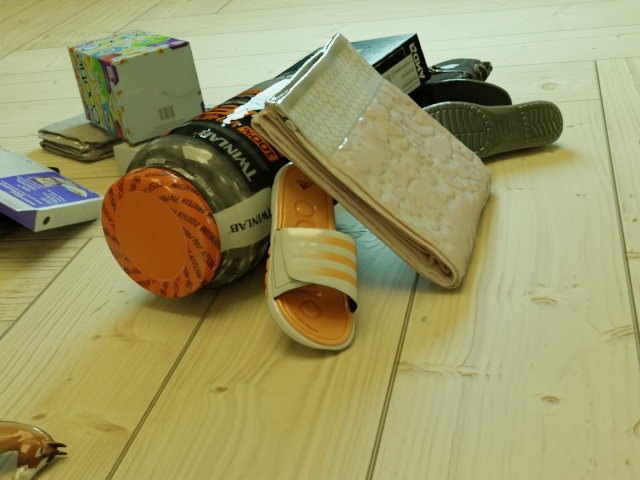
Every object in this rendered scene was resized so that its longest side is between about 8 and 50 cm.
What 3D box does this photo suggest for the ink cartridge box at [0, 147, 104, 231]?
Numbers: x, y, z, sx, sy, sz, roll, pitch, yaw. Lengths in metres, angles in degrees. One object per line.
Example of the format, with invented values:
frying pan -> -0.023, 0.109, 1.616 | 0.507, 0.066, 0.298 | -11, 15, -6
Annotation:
ink cartridge box -> -0.462, -0.078, 1.536 | 0.206, 0.045, 0.208 | 27, 16, 19

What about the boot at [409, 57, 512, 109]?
boot -> 0.249, -0.275, 1.838 | 0.263, 0.091, 0.229 | 6, 28, 33

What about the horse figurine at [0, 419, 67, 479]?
horse figurine -> -0.404, 0.206, 1.016 | 0.263, 0.066, 0.174 | 11, 36, 31

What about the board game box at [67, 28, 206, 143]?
board game box -> -0.327, -0.278, 1.824 | 0.144, 0.142, 0.275 | -21, 23, -23

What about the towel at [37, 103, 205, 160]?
towel -> -0.379, -0.223, 1.973 | 0.187, 0.049, 0.282 | 17, 34, 42

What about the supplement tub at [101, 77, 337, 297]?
supplement tub -> -0.114, -0.071, 1.361 | 0.207, 0.207, 0.338 | 7, 29, 31

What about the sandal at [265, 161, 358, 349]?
sandal -> -0.010, -0.002, 1.188 | 0.102, 0.076, 0.265 | 6, 53, -20

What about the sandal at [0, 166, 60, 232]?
sandal -> -0.500, -0.074, 1.671 | 0.097, 0.054, 0.254 | -4, 24, 9

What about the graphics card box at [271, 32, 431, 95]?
graphics card box -> -0.015, -0.221, 1.707 | 0.233, 0.094, 0.371 | 0, 32, 43

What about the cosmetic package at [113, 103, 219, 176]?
cosmetic package -> -0.236, -0.172, 1.800 | 0.099, 0.060, 0.239 | 10, 30, 37

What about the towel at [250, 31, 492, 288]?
towel -> 0.088, -0.117, 1.350 | 0.053, 0.317, 0.332 | -46, 7, 30

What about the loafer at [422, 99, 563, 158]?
loafer -> 0.250, -0.168, 1.628 | 0.251, 0.094, 0.087 | -2, -1, -10
